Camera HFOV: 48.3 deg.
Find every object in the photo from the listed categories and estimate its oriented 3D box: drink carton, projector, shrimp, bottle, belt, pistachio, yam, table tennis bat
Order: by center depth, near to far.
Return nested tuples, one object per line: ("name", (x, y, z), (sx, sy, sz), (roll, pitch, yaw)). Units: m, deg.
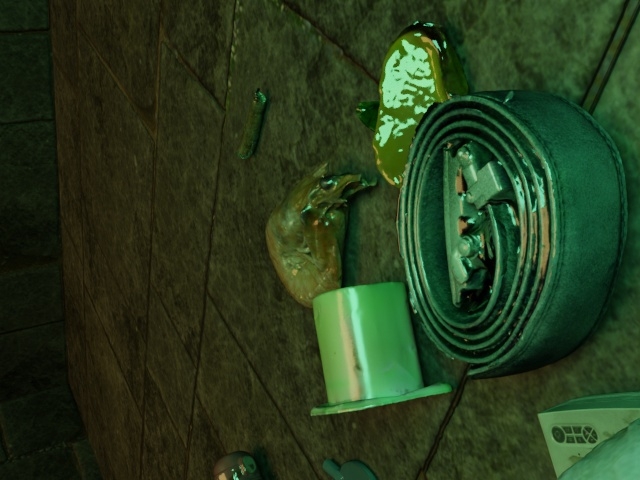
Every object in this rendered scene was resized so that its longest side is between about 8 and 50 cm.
("projector", (0.263, 0.185, 0.581), (0.147, 0.061, 0.115), (-27, 75, 60))
("belt", (0.163, 0.000, 0.636), (0.206, 0.116, 0.267), (29, 123, 57))
("pistachio", (0.105, -0.134, 0.727), (0.089, 0.049, 0.173), (8, 90, 20))
("drink carton", (0.054, 0.128, 0.857), (0.146, 0.144, 0.142), (-27, 71, 60))
("shrimp", (0.000, 0.000, 0.977), (0.168, 0.077, 0.317), (62, 152, 9))
("table tennis bat", (0.051, 0.371, 1.068), (0.155, 0.019, 0.100), (19, 117, 55))
("yam", (-0.107, -0.183, 1.130), (0.129, 0.027, 0.033), (114, 167, -49))
("bottle", (-0.132, 0.516, 1.348), (0.233, 0.110, 0.110), (66, 149, 22))

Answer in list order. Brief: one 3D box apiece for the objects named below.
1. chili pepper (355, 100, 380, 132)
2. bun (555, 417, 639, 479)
("chili pepper", (0.099, -0.072, 0.765), (0.050, 0.073, 0.182), (96, 154, -82))
("bun", (0.284, 0.251, 0.376), (0.362, 0.211, 0.362), (2, 93, 43))
